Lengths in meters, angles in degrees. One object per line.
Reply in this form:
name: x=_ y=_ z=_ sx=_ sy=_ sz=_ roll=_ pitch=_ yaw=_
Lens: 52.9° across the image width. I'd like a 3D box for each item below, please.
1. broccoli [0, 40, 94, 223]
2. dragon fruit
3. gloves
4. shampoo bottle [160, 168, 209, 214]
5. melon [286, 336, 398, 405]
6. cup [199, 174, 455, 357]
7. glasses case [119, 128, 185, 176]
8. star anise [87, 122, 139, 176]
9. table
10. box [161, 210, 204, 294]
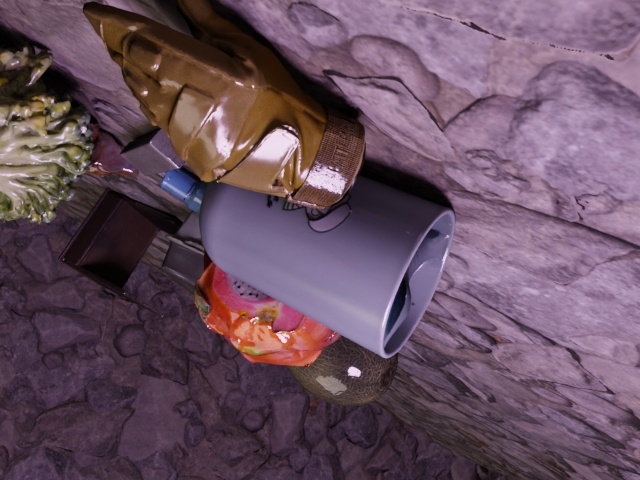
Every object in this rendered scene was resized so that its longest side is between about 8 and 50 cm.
broccoli: x=-0.553 y=-0.196 z=1.121 sx=0.334 sy=0.324 sz=0.272 roll=54 pitch=-176 yaw=-2
dragon fruit: x=-0.075 y=0.061 z=1.061 sx=0.290 sy=0.291 sz=0.189 roll=24 pitch=158 yaw=18
gloves: x=-0.104 y=-0.146 z=0.690 sx=0.331 sy=0.141 sz=0.154 roll=27 pitch=144 yaw=-19
shampoo bottle: x=-0.198 y=-0.061 z=1.288 sx=0.258 sy=0.061 sz=0.104 roll=33 pitch=163 yaw=-9
melon: x=0.038 y=0.265 z=1.555 sx=0.301 sy=0.237 sz=0.237 roll=22 pitch=163 yaw=32
cup: x=0.000 y=0.000 z=0.863 sx=0.312 sy=0.205 sz=0.205 roll=24 pitch=163 yaw=22
glasses case: x=-0.308 y=-0.163 z=1.195 sx=0.071 sy=0.047 sz=0.205 roll=42 pitch=161 yaw=-25
star anise: x=-0.535 y=-0.208 z=1.339 sx=0.349 sy=0.109 sz=0.292 roll=26 pitch=152 yaw=12
table: x=-0.529 y=0.034 z=1.826 sx=0.282 sy=0.251 sz=0.196 roll=21 pitch=162 yaw=31
box: x=-0.240 y=0.069 z=1.570 sx=0.220 sy=0.166 sz=0.290 roll=22 pitch=164 yaw=23
